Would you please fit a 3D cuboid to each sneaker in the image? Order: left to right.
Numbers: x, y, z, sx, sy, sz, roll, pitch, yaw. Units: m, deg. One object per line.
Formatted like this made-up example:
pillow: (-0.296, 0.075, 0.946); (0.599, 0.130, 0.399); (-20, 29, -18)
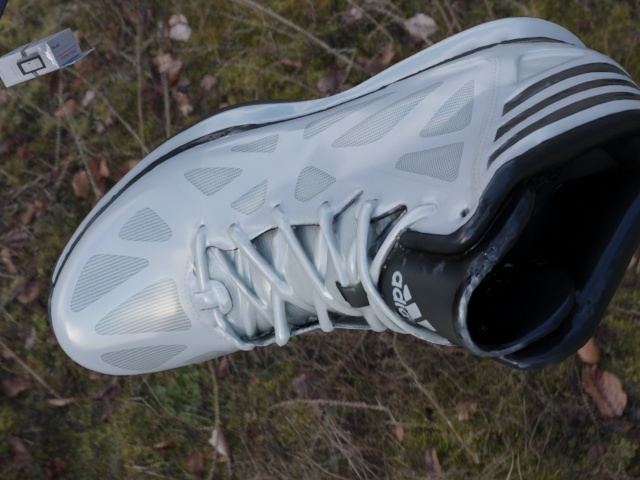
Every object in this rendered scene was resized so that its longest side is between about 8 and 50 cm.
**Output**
sneaker: (0.000, -0.001, 0.493); (0.447, 0.169, 0.257); (-26, 20, 7)

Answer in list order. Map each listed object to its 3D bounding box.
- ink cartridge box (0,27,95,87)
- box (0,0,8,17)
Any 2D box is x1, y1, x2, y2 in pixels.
ink cartridge box: (-0.266, -0.179, 0.758); (0.083, 0.028, 0.048); (-13, 28, 20)
box: (-0.263, -0.191, 0.574); (0.232, 0.059, 0.183); (3, 71, 59)
